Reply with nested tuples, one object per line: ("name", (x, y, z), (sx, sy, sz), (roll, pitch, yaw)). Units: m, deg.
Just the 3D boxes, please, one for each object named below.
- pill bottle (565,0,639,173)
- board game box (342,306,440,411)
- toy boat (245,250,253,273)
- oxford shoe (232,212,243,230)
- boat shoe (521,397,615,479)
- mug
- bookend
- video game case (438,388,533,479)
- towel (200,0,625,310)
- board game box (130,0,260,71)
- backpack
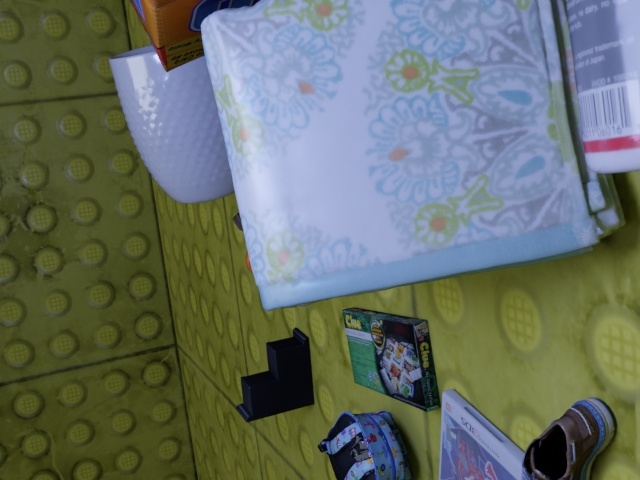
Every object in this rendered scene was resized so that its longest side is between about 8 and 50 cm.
("pill bottle", (0.251, -0.197, 0.535), (0.161, 0.161, 0.283), (-176, 77, -68))
("board game box", (0.108, 0.184, 1.250), (0.259, 0.030, 0.136), (-179, 77, -68))
("toy boat", (-0.058, 0.013, 1.322), (0.231, 0.151, 0.151), (56, -171, -70))
("oxford shoe", (-0.113, -0.016, 1.659), (0.076, 0.076, 0.212), (-50, 53, 11))
("boat shoe", (0.257, 0.244, 0.851), (0.066, 0.066, 0.183), (-124, 32, -46))
("mug", (-0.290, -0.273, 1.710), (0.374, 0.276, 0.328), (-141, 36, -66))
("bookend", (-0.103, 0.285, 1.644), (0.072, 0.157, 0.156), (-152, 54, -63))
("video game case", (0.218, 0.333, 1.051), (0.183, 0.023, 0.201), (-141, 45, -59))
("towel", (0.083, -0.113, 0.778), (0.090, 0.374, 0.321), (-2, -100, -75))
("board game box", (-0.092, -0.464, 0.817), (0.357, 0.356, 0.356), (63, 169, 5))
("backpack", (0.083, 0.352, 1.267), (0.173, 0.116, 0.158), (109, 144, -52))
